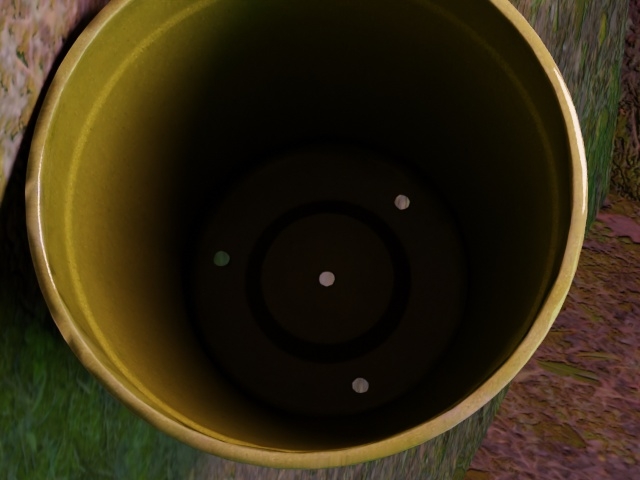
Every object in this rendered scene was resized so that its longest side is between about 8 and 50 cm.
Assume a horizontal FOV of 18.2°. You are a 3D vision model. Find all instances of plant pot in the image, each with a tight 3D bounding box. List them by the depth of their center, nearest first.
[{"bbox_3d":[0.000,0.000,1.467,0.353,0.366,0.366,73,37,-78],"label":"plant pot"}]
